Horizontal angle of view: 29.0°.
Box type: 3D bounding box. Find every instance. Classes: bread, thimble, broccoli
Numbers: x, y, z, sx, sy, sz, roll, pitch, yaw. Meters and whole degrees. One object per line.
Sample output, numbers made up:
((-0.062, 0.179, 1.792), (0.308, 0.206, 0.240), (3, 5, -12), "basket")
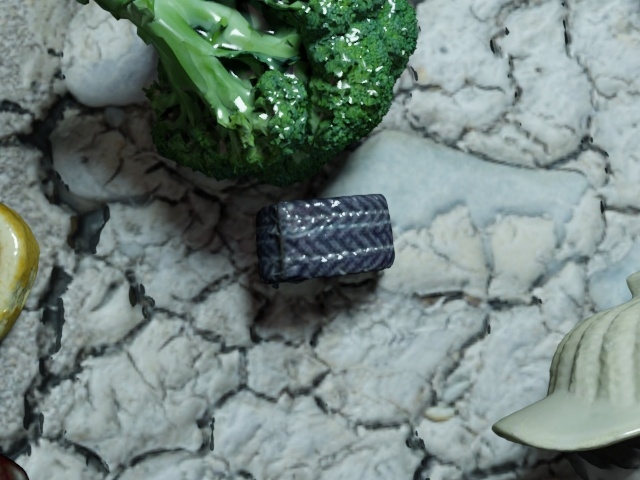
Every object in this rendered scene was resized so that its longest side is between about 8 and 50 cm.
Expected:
((-0.293, 0.033, 0.980), (0.122, 0.073, 0.149), (27, 83, 7), "bread")
((0.002, 0.000, 0.954), (0.104, 0.095, 0.066), (-6, 88, -32), "thimble")
((-0.062, -0.168, 0.915), (0.270, 0.270, 0.269), (18, 79, -36), "broccoli")

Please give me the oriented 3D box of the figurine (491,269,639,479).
((0.280, 0.187, 0.868), (0.204, 0.185, 0.332), (-39, 98, -35), "figurine")

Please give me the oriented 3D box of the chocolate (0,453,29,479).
((-0.285, 0.191, 0.945), (0.149, 0.125, 0.080), (22, 70, -28), "chocolate")
